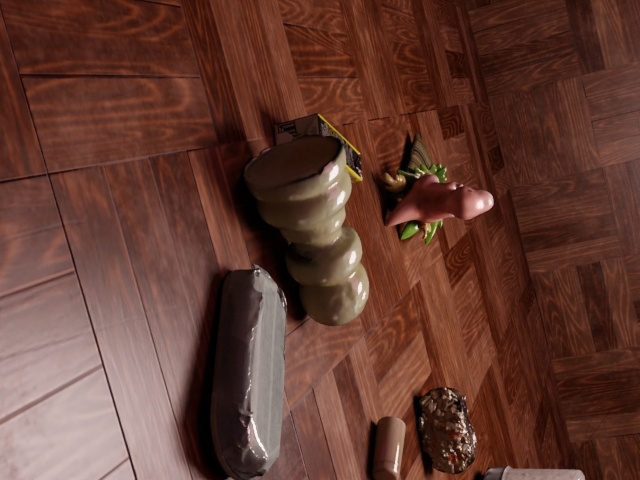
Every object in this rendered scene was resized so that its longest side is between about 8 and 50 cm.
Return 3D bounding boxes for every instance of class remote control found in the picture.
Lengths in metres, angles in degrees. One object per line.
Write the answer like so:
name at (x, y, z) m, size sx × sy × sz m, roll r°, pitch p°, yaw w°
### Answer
remote control at (-0.075, 0.136, 0.941) m, size 0.104 × 0.052 × 0.247 m, roll 57°, pitch 26°, yaw -46°

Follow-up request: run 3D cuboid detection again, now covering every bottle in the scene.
bottle at (0.101, 0.313, 1.305) m, size 0.096 × 0.045 × 0.045 m, roll -76°, pitch 147°, yaw -46°

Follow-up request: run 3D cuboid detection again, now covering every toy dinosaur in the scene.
toy dinosaur at (0.211, -0.055, 1.621) m, size 0.177 × 0.194 × 0.152 m, roll -89°, pitch 177°, yaw -76°

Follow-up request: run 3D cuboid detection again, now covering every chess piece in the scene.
chess piece at (0.000, 0.000, 1.122) m, size 0.133 × 0.133 × 0.243 m, roll -70°, pitch 146°, yaw -56°

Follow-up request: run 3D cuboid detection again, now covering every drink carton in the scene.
drink carton at (0.000, -0.126, 1.258) m, size 0.165 × 0.071 × 0.056 m, roll 32°, pitch 52°, yaw -64°

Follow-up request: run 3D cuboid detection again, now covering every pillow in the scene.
pillow at (0.211, -0.140, 1.866) m, size 0.203 × 0.038 × 0.113 m, roll -71°, pitch 143°, yaw -54°

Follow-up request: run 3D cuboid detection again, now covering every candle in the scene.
candle at (0.486, 0.558, 1.784) m, size 0.187 × 0.330 × 0.187 m, roll -6°, pitch 90°, yaw -65°

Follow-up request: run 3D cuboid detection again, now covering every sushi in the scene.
sushi at (0.224, 0.337, 1.551) m, size 0.078 × 0.090 × 0.150 m, roll 28°, pitch 51°, yaw -68°
